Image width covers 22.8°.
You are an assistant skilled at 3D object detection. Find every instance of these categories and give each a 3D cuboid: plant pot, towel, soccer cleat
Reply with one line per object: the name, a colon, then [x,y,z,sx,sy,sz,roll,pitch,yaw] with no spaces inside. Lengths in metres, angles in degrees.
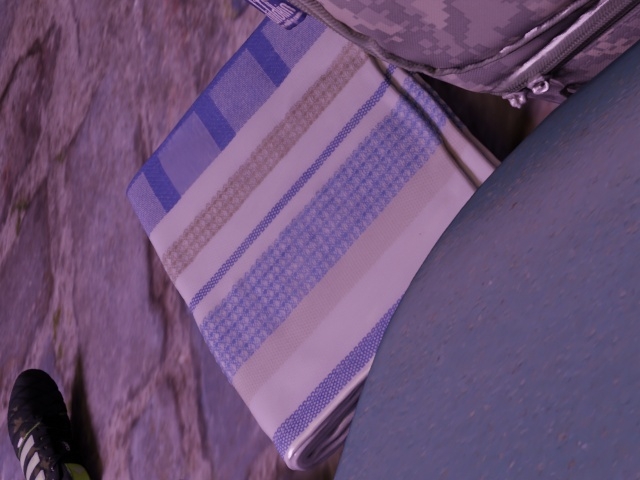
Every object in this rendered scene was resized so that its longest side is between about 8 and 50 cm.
plant pot: [0.163,0.044,0.540,0.248,0.247,0.252,-42,29,45]
towel: [-0.004,-0.021,0.955,0.209,0.034,0.285,-48,44,12]
soccer cleat: [-0.216,0.185,1.304,0.072,0.060,0.179,-30,60,40]

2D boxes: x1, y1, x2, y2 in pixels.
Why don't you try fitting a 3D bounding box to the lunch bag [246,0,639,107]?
lunch bag: [0.108,-0.203,0.692,0.305,0.256,0.213,-36,50,50]
